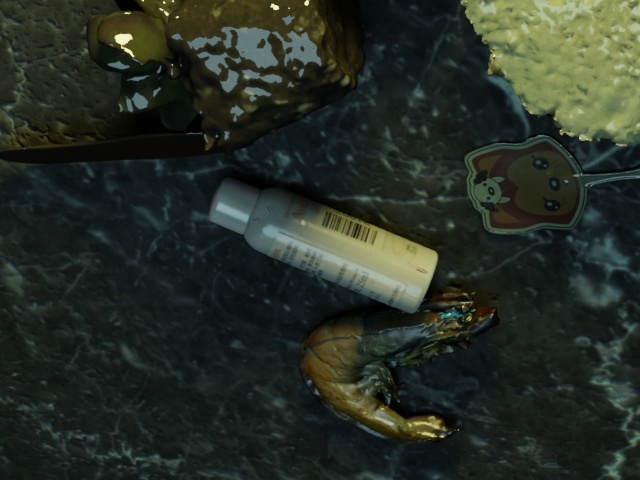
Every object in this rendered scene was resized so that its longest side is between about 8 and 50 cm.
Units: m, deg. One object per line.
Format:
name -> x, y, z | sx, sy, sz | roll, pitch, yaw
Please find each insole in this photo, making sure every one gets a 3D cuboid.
insole -> -0.227, -0.104, 2.203 | 0.327, 0.007, 0.111 | -3, 168, 23

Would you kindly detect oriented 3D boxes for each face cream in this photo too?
face cream -> 0.000, 0.000, 2.219 | 0.269, 0.082, 0.082 | 23, 129, -4

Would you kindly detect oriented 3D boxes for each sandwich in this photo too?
sandwich -> 0.304, -0.234, 1.932 | 0.325, 0.131, 0.262 | 10, 130, 4

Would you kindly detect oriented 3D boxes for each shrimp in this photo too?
shrimp -> 0.118, 0.162, 2.327 | 0.290, 0.054, 0.222 | -23, 117, 32

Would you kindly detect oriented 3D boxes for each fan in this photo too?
fan -> 0.270, -0.064, 2.145 | 0.220, 0.009, 0.132 | -6, 125, 19

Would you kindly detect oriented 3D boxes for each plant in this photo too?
plant -> -0.101, -0.205, 2.021 | 0.276, 0.188, 0.199 | -11, 122, 21
